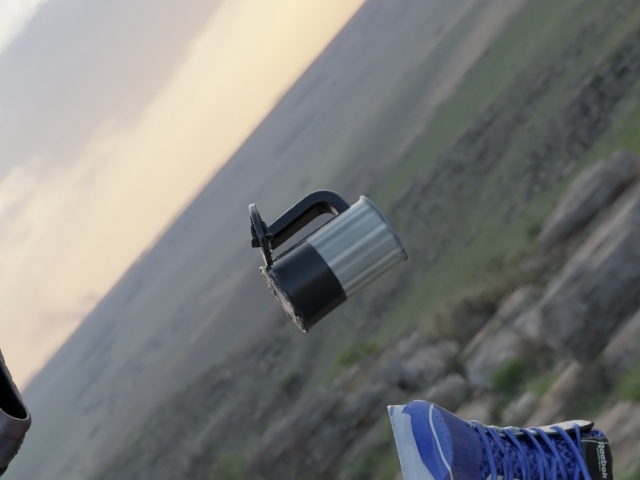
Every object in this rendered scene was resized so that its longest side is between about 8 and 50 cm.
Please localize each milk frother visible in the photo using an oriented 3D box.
[{"bbox_3d":[0.000,0.000,1.636,0.135,0.129,0.143,-36,-14,-9],"label":"milk frother"}]

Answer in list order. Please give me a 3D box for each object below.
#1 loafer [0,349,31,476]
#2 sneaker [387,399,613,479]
[{"bbox_3d":[-0.335,0.075,1.456,0.109,0.302,0.095,6,-40,-49],"label":"loafer"},{"bbox_3d":[0.191,0.221,1.580,0.182,0.127,0.315,-20,-30,13],"label":"sneaker"}]
